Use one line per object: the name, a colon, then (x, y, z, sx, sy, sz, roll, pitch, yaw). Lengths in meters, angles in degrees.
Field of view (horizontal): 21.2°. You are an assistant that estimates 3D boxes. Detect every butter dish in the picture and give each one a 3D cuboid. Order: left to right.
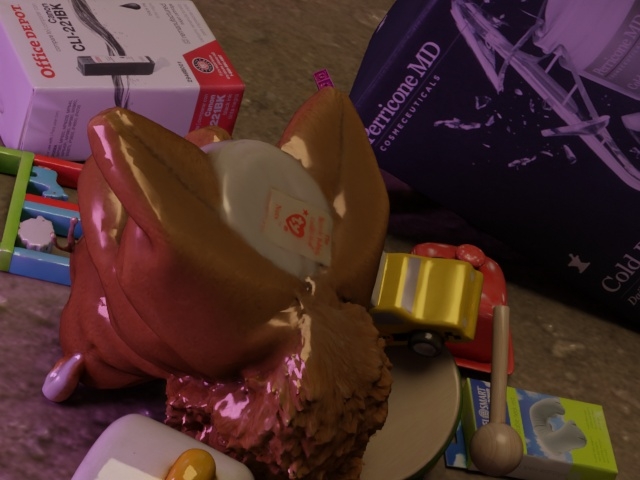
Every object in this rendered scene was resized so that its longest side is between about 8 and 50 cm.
butter dish: (0.151, 0.056, 1.917, 0.160, 0.118, 0.160, 13, 36, -8)

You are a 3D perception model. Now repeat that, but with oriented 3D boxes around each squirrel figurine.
squirrel figurine: (-0.110, 0.090, 1.600, 0.281, 0.370, 0.397, -19, 78, -42)

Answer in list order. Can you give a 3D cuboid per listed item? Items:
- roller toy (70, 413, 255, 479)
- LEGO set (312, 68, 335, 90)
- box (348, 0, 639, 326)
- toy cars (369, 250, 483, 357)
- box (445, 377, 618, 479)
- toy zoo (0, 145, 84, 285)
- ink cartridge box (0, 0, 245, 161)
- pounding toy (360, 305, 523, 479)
roller toy: (-0.142, 0.254, 1.445, 0.146, 0.209, 0.191, 25, 6, 6)
LEGO set: (0.072, -0.123, 2.163, 0.087, 0.093, 0.227, -21, 49, -1)
box: (0.350, -0.227, 1.995, 0.472, 0.480, 0.297, 31, 35, -7)
toy cars: (0.000, 0.000, 1.753, 0.176, 0.087, 0.393, -41, 48, -9)
box: (0.218, 0.206, 1.814, 0.178, 0.042, 0.109, 12, 35, -12)
toy zoo: (-0.255, -0.017, 1.899, 0.293, 0.030, 0.192, 12, 36, -10)
ink cartridge box: (-0.258, -0.196, 2.066, 0.273, 0.114, 0.197, -4, 42, -28)
pounding toy: (0.095, 0.174, 1.730, 0.237, 0.110, 0.183, -9, 64, 20)
